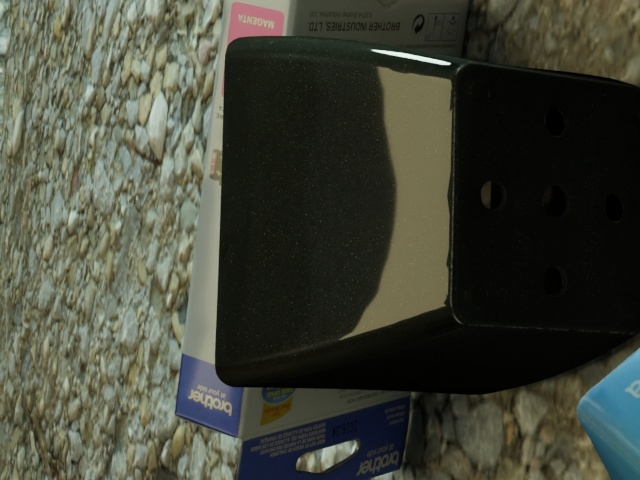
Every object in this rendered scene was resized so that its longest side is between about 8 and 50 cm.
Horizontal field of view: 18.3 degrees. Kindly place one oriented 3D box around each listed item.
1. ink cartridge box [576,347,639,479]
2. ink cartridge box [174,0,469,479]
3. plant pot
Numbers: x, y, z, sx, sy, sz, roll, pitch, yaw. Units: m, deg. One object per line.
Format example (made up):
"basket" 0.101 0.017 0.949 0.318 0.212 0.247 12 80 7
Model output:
"ink cartridge box" 0.220 0.140 0.427 0.307 0.129 0.223 44 168 48
"ink cartridge box" 0.000 0.000 1.198 0.065 0.186 0.311 13 103 34
"plant pot" 0.069 -0.013 1.036 0.167 0.187 0.188 -4 83 56
